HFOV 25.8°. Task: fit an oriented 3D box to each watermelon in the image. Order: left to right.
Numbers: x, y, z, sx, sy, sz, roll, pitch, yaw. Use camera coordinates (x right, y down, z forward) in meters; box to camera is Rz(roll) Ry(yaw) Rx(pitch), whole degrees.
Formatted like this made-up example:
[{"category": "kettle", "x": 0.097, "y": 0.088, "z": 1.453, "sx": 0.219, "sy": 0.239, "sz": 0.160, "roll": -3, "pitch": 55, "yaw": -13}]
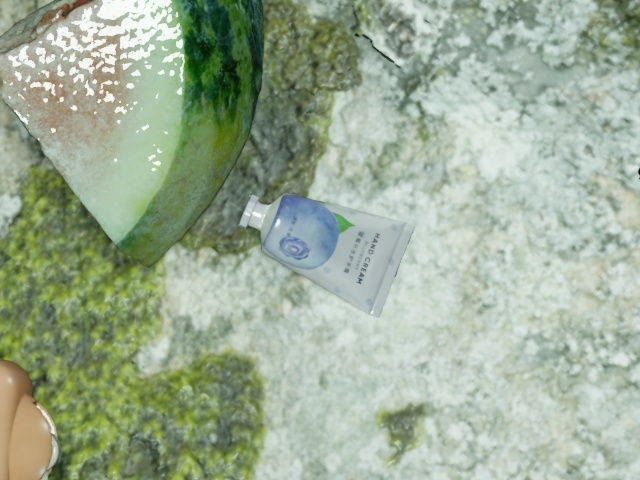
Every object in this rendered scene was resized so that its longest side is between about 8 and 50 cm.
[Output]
[{"category": "watermelon", "x": -0.164, "y": -0.146, "z": 1.195, "sx": 0.231, "sy": 0.193, "sz": 0.310, "roll": 17, "pitch": 98, "yaw": -8}]

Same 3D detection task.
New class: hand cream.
[{"category": "hand cream", "x": 0.000, "y": 0.000, "z": 1.185, "sx": 0.142, "sy": 0.053, "sz": 0.084, "roll": 22, "pitch": 85, "yaw": 1}]

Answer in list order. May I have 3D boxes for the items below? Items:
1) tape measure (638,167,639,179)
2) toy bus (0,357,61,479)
[{"category": "tape measure", "x": 0.443, "y": -0.081, "z": 1.086, "sx": 0.351, "sy": 0.215, "sz": 0.098, "roll": -21, "pitch": 75, "yaw": 50}, {"category": "toy bus", "x": -0.335, "y": 0.206, "z": 1.146, "sx": 0.232, "sy": 0.194, "sz": 0.288, "roll": 8, "pitch": 83, "yaw": -3}]
